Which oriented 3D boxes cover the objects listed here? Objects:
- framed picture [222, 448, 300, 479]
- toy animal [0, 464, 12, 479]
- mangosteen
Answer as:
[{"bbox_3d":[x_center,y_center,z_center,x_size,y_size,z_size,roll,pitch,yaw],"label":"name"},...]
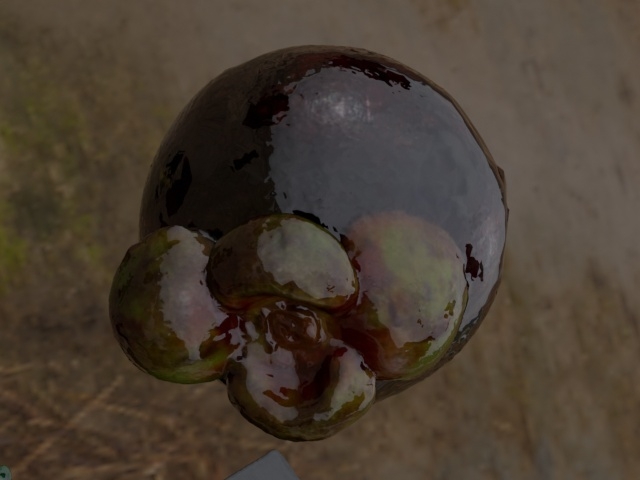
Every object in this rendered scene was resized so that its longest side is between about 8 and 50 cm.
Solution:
[{"bbox_3d":[-0.069,0.313,1.221,0.347,0.016,0.265,-27,73,-44],"label":"framed picture"},{"bbox_3d":[-0.312,0.244,1.483,0.138,0.108,0.236,-65,162,-1],"label":"toy animal"},{"bbox_3d":[0.000,0.000,0.926,0.210,0.210,0.210,32,51,-49],"label":"mangosteen"}]
